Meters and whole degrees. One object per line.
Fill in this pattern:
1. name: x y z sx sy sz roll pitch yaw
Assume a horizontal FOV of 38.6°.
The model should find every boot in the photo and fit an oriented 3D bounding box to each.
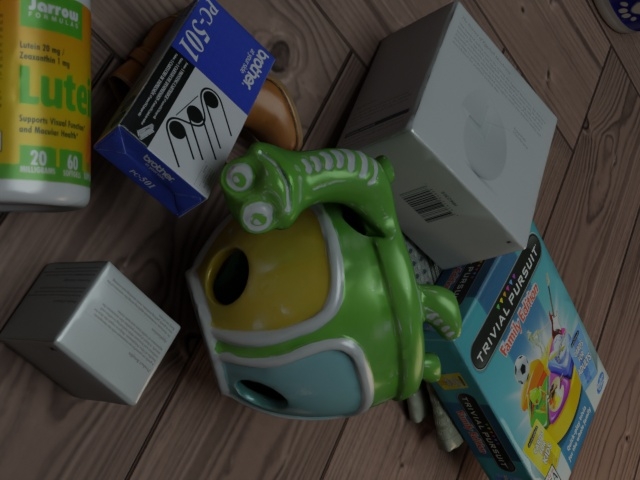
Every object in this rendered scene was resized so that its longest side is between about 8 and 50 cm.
1. boot: -0.116 -0.133 0.933 0.197 0.073 0.152 52 53 -17

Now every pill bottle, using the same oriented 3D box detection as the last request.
1. pill bottle: -0.256 -0.148 0.739 0.136 0.136 0.246 1 88 -46

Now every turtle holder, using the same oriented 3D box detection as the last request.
1. turtle holder: -0.006 0.053 0.879 0.227 0.320 0.244 -16 81 -9

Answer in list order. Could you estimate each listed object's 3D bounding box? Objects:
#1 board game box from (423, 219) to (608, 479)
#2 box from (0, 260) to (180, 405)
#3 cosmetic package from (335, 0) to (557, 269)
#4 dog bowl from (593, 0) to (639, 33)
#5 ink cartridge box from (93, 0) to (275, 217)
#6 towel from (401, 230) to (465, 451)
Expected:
1. board game box: 0.266 0.163 1.238 0.336 0.079 0.254 58 48 -27
2. box: -0.204 0.082 0.810 0.101 0.102 0.087 49 54 -34
3. cosmetic package: 0.160 -0.126 1.131 0.224 0.138 0.225 42 53 -26
4. dog bowl: 0.577 -0.511 1.632 0.264 0.104 0.265 2 87 -45
5. ink cartridge box: -0.116 -0.128 0.826 0.097 0.046 0.207 41 44 -23
6. towel: 0.203 0.089 1.276 0.312 0.056 0.324 -26 105 -46
